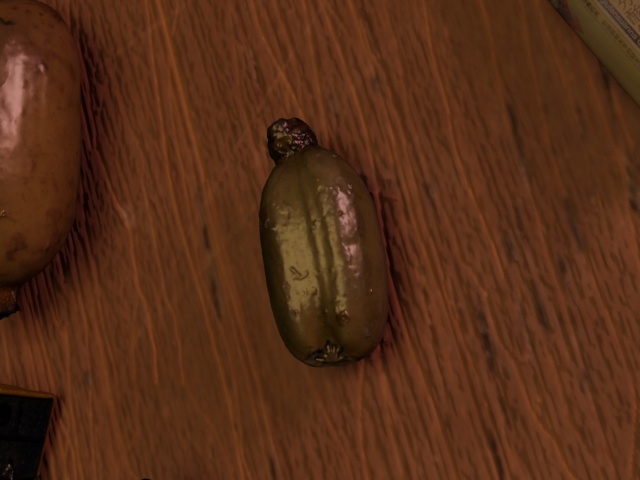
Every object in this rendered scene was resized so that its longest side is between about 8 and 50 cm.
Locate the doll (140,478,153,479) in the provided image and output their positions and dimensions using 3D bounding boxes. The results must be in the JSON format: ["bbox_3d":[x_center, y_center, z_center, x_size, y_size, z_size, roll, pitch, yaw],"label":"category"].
[{"bbox_3d":[-0.087,0.260,1.010,0.248,0.088,0.127,38,100,23],"label":"doll"}]

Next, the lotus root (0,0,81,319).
[{"bbox_3d":[-0.272,-0.071,1.126,0.160,0.146,0.284,-5,82,45],"label":"lotus root"}]

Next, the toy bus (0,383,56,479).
[{"bbox_3d":[-0.309,0.275,1.107,0.123,0.121,0.336,11,87,38],"label":"toy bus"}]

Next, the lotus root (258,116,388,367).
[{"bbox_3d":[0.001,0.000,1.007,0.090,0.077,0.183,-16,78,18],"label":"lotus root"}]

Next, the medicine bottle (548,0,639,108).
[{"bbox_3d":[0.189,-0.166,0.945,0.059,0.059,0.231,-42,66,16],"label":"medicine bottle"}]
